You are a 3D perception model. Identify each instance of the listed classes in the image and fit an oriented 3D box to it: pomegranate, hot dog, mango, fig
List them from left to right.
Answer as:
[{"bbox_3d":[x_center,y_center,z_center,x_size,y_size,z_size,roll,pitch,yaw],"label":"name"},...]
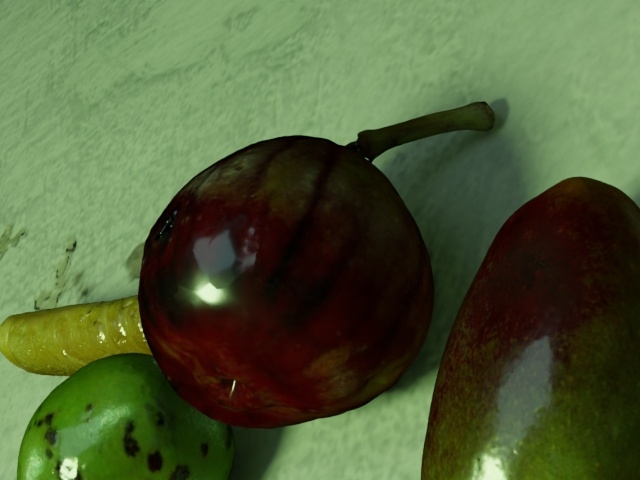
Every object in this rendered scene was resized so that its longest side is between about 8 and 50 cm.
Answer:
[{"bbox_3d":[-0.173,0.077,1.095,0.286,0.088,0.061,-15,59,48],"label":"hot dog"},{"bbox_3d":[-0.122,0.180,0.927,0.156,0.156,0.220,-40,71,25],"label":"pomegranate"},{"bbox_3d":[-0.015,-0.003,0.883,0.204,0.186,0.249,-41,27,54],"label":"fig"},{"bbox_3d":[0.122,0.089,0.701,0.133,0.111,0.267,3,72,39],"label":"mango"}]
